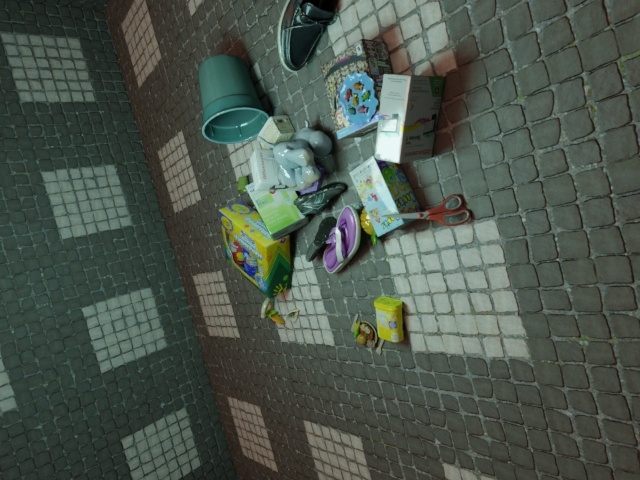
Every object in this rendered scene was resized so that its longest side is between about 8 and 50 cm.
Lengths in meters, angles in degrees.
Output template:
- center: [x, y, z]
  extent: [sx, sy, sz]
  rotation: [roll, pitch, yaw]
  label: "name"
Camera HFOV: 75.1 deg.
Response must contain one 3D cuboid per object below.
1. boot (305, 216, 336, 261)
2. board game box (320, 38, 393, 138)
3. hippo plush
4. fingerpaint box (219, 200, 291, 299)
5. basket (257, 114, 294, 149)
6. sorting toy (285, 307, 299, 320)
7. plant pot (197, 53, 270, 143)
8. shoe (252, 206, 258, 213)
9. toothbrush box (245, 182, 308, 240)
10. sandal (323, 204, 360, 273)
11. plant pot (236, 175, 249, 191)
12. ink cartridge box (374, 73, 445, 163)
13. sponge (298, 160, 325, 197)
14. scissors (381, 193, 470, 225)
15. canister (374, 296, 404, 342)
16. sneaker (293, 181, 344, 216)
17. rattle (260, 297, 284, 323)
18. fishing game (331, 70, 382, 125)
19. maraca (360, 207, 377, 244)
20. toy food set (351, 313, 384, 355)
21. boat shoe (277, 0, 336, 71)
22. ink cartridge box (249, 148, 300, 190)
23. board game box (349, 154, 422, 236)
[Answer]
- center: [-0.001, -0.002, 1.987]
  extent: [0.076, 0.190, 0.208]
  rotation: [33, 158, 8]
  label: "boot"
- center: [0.155, -0.564, 1.580]
  extent: [0.232, 0.141, 0.291]
  rotation: [-12, 94, 49]
  label: "board game box"
- center: [-0.078, -0.381, 1.849]
  extent: [0.294, 0.236, 0.234]
  rotation: [25, 144, 24]
  label: "hippo plush"
- center: [-0.364, 0.048, 2.303]
  extent: [0.444, 0.163, 0.371]
  rotation: [35, 138, 35]
  label: "fingerpaint box"
- center: [-0.216, -0.517, 2.035]
  extent: [0.167, 0.113, 0.103]
  rotation: [-40, 77, 47]
  label: "basket"
- center: [-0.164, 0.415, 2.322]
  extent: [0.045, 0.075, 0.083]
  rotation: [39, 129, 33]
  label: "sorting toy"
- center: [-0.460, -0.717, 2.095]
  extent: [0.341, 0.341, 0.334]
  rotation: [-29, 74, 49]
  label: "plant pot"
- center: [-0.342, -0.174, 2.342]
  extent: [0.076, 0.058, 0.219]
  rotation: [46, 140, 0]
  label: "shoe"
- center: [-0.211, -0.176, 2.052]
  extent: [0.283, 0.206, 0.122]
  rotation: [61, 172, 15]
  label: "toothbrush box"
- center: [0.076, 0.021, 1.846]
  extent: [0.169, 0.102, 0.416]
  rotation: [59, 148, 31]
  label: "sandal"
- center: [-0.442, -0.325, 2.385]
  extent: [0.083, 0.083, 0.079]
  rotation: [-1, 90, 48]
  label: "plant pot"
- center: [0.302, -0.415, 1.420]
  extent: [0.117, 0.201, 0.278]
  rotation: [25, 121, 41]
  label: "ink cartridge box"
- center: [-0.045, -0.275, 1.987]
  extent: [0.117, 0.031, 0.210]
  rotation: [39, 129, 34]
  label: "sponge"
- center: [0.371, -0.080, 1.464]
  extent: [0.297, 0.021, 0.109]
  rotation: [-15, 83, 8]
  label: "scissors"
- center: [0.296, 0.339, 1.786]
  extent: [0.126, 0.073, 0.170]
  rotation: [9, 111, 47]
  label: "canister"
- center: [0.005, -0.187, 1.903]
  extent: [0.267, 0.101, 0.106]
  rotation: [-18, 106, 33]
  label: "sneaker"
- center: [-0.268, 0.372, 2.431]
  extent: [0.142, 0.130, 0.200]
  rotation: [17, 89, 32]
  label: "rattle"
- center: [0.128, -0.507, 1.490]
  extent: [0.264, 0.041, 0.189]
  rotation: [25, 123, 41]
  label: "fishing game"
- center: [0.216, -0.069, 1.716]
  extent: [0.127, 0.099, 0.186]
  rotation: [-98, 1, -56]
  label: "maraca"
- center: [0.211, 0.440, 1.940]
  extent: [0.192, 0.038, 0.132]
  rotation: [35, 127, 35]
  label: "toy food set"
- center: [-0.036, -0.907, 1.648]
  extent: [0.156, 0.186, 0.500]
  rotation: [50, 130, 32]
  label: "boat shoe"
- center: [-0.198, -0.328, 1.948]
  extent: [0.100, 0.237, 0.172]
  rotation: [-35, 63, 59]
  label: "ink cartridge box"
- center: [0.255, -0.177, 1.600]
  extent: [0.144, 0.142, 0.275]
  rotation: [-30, 80, 48]
  label: "board game box"
